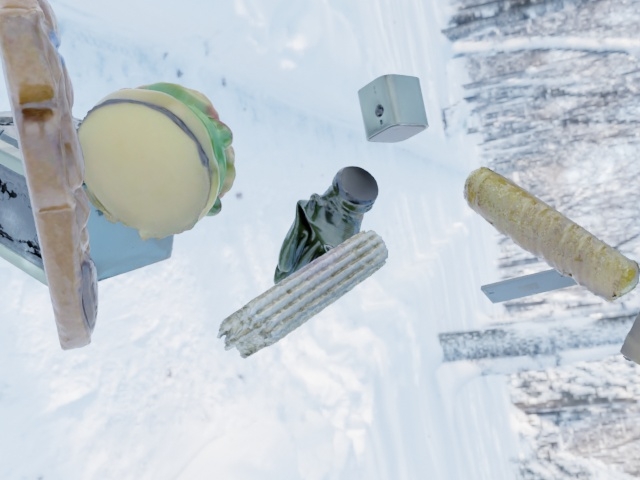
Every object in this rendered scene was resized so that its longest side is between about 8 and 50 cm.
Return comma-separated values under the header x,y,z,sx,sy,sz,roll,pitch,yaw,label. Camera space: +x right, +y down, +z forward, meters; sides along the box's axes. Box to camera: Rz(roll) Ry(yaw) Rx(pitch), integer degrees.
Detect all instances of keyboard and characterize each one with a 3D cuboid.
x,y,z,sx,sy,sz,roll,pitch,yaw,label
0.397,0.085,1.293,0.055,0.176,0.014,46,43,-30,keyboard

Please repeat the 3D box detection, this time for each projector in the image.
x,y,z,sx,sy,sz,roll,pitch,yaw,label
0.113,-0.205,1.062,0.083,0.083,0.082,-4,79,-35,projector

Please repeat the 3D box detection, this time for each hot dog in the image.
x,y,z,sx,sy,sz,roll,pitch,yaw,label
0.320,-0.011,0.978,0.289,0.068,0.083,41,-20,33,hot dog

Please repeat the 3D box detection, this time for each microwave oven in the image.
x,y,z,sx,sy,sz,roll,pitch,yaw,label
-0.465,-0.099,1.212,0.286,0.355,0.218,-22,130,-54,microwave oven

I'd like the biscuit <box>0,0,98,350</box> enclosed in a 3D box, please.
x,y,z,sx,sy,sz,roll,pitch,yaw,label
-0.161,-0.067,0.390,0.183,0.043,0.280,-153,-128,-66,biscuit

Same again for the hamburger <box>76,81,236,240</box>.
x,y,z,sx,sy,sz,roll,pitch,yaw,label
-0.225,-0.125,0.990,0.149,0.237,0.237,-59,138,-57,hamburger

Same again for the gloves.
x,y,z,sx,sy,sz,roll,pitch,yaw,label
0.008,-0.009,1.094,0.135,0.268,0.107,38,35,3,gloves

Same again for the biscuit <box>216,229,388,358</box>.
x,y,z,sx,sy,sz,roll,pitch,yaw,label
-0.018,0.068,0.888,0.239,0.108,0.061,-31,87,-35,biscuit

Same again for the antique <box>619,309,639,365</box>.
x,y,z,sx,sy,sz,roll,pitch,yaw,label
0.560,0.064,1.026,0.093,0.087,0.309,-22,132,-39,antique
